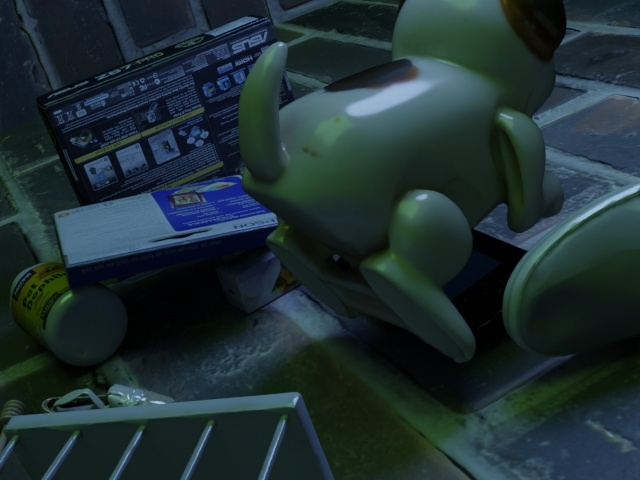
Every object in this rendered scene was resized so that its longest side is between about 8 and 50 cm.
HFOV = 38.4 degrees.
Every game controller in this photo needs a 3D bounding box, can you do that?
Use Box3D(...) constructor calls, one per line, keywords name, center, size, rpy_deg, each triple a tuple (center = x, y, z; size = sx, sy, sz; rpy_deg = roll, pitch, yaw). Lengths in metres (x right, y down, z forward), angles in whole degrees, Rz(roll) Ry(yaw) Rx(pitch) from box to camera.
Box3D(name="game controller", center=(0.144, 0.042, 1.167), size=(0.166, 0.067, 0.319), rpy_deg=(-26, 25, -19))

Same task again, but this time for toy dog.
Box3D(name="toy dog", center=(0.108, -0.137, 1.047), size=(0.408, 0.395, 0.284), rpy_deg=(-52, 24, -16))

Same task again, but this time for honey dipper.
Box3D(name="honey dipper", center=(-0.391, 0.253, 1.120), size=(0.030, 0.030, 0.160), rpy_deg=(-16, 26, 4))

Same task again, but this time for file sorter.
Box3D(name="file sorter", center=(-0.136, 0.260, 0.744), size=(0.278, 0.193, 0.173), rpy_deg=(-8, 29, 20))

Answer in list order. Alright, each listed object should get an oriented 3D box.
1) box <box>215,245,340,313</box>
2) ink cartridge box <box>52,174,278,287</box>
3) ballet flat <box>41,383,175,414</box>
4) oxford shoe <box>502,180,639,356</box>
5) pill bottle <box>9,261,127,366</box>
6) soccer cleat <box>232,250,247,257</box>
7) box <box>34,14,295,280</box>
Box3D(name="box", center=(0.000, 0.000, 1.354), size=(0.324, 0.063, 0.067), rpy_deg=(-30, 29, -26))
Box3D(name="ink cartridge box", center=(-0.217, -0.009, 1.313), size=(0.303, 0.072, 0.307), rpy_deg=(-12, 21, -16))
Box3D(name="ballet flat", center=(-0.262, 0.202, 1.113), size=(0.168, 0.052, 0.057), rpy_deg=(-12, 24, 10))
Box3D(name="oxford shoe", center=(0.403, 0.017, 0.937), size=(0.449, 0.169, 0.130), rpy_deg=(-15, 25, -7))
Box3D(name="pill bottle", center=(-0.373, 0.098, 1.328), size=(0.117, 0.117, 0.215), rpy_deg=(-31, 28, -28))
Box3D(name="soccer cleat", center=(-0.101, -0.033, 1.493), size=(0.076, 0.068, 0.196), rpy_deg=(-15, 27, 12))
Box3D(name="box", center=(-0.223, -0.159, 1.531), size=(0.395, 0.318, 0.097), rpy_deg=(-27, 25, -17))
